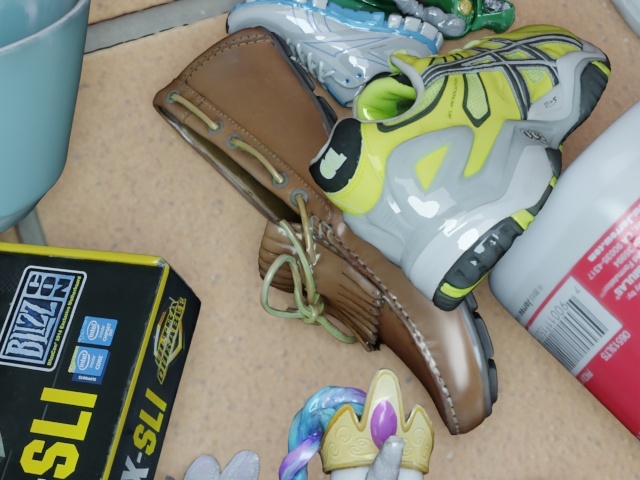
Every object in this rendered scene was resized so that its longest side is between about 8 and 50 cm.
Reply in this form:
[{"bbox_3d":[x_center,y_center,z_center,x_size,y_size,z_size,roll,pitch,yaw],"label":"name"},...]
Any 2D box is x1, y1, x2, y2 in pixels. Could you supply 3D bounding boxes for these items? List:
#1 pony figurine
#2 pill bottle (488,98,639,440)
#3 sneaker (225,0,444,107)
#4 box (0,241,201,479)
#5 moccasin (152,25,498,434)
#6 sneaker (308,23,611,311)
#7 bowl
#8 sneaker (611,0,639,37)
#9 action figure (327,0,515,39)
[{"bbox_3d":[0.037,0.260,0.856,0.303,0.351,0.363,-1,87,0],"label":"pony figurine"},{"bbox_3d":[0.340,0.092,0.972,0.229,0.229,0.407,-40,76,-17],"label":"pill bottle"},{"bbox_3d":[0.009,-0.160,1.141,0.191,0.071,0.083,10,73,1],"label":"sneaker"},{"bbox_3d":[-0.249,0.160,0.943,0.257,0.079,0.322,6,66,20],"label":"box"},{"bbox_3d":[0.000,-0.001,1.038,0.147,0.139,0.380,-35,76,-9],"label":"moccasin"},{"bbox_3d":[0.113,-0.101,0.996,0.147,0.145,0.384,37,30,-1],"label":"sneaker"},{"bbox_3d":[-0.315,-0.093,0.999,0.311,0.163,0.311,-5,26,2],"label":"bowl"},{"bbox_3d":[0.379,-0.194,1.149,0.290,0.123,0.106,39,73,13],"label":"sneaker"},{"bbox_3d":[0.064,-0.237,1.179,0.232,0.063,0.137,20,59,0],"label":"action figure"}]
